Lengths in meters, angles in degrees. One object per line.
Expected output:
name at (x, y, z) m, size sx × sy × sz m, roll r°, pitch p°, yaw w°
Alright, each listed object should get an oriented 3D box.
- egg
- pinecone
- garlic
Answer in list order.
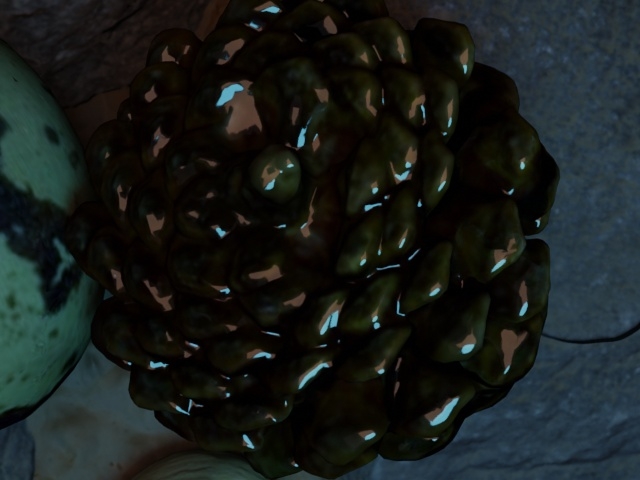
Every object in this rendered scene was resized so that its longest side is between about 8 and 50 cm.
egg at (-0.335, -0.017, 0.899) m, size 0.288 × 0.287 × 0.379 m, roll -19°, pitch 75°, yaw 1°
pinecone at (0.000, 0.000, 0.854) m, size 0.398 × 0.398 × 0.397 m, roll 0°, pitch 89°, yaw 2°
garlic at (-0.131, 0.256, 0.981) m, size 0.207 × 0.128 × 0.115 m, roll -12°, pitch 65°, yaw 8°
